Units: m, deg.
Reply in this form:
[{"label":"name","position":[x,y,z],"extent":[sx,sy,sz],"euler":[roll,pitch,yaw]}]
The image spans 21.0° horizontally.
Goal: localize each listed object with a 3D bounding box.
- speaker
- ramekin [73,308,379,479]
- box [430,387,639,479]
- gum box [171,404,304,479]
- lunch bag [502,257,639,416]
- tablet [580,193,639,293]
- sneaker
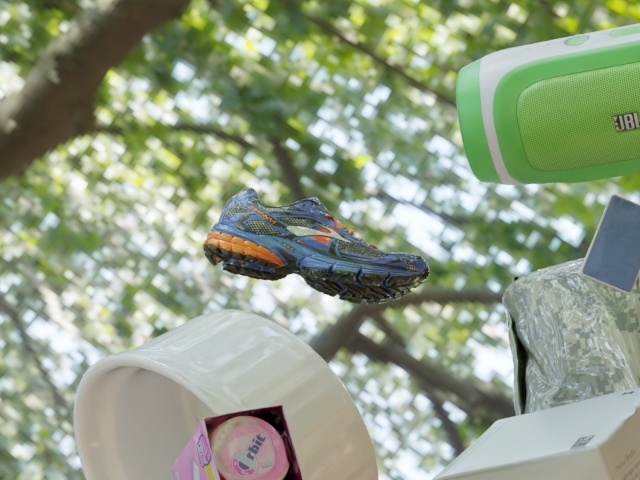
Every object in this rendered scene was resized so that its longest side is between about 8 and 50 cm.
[{"label":"speaker","position":[0.277,-0.127,1.538],"extent":[0.131,0.296,0.131],"euler":[-9,-90,-73]},{"label":"ramekin","position":[-0.079,0.196,1.536],"extent":[0.135,0.277,0.277],"euler":[-32,-35,-39]},{"label":"box","position":[0.230,0.233,1.633],"extent":[0.181,0.182,0.119],"euler":[-27,-81,-59]},{"label":"gum box","position":[-0.042,0.222,1.191],"extent":[0.062,0.188,0.107],"euler":[-9,-21,-22]},{"label":"lunch bag","position":[0.333,0.161,1.870],"extent":[0.212,0.256,0.305],"euler":[68,-162,-58]},{"label":"tablet","position":[0.284,0.003,1.637],"extent":[0.006,0.054,0.083],"euler":[-176,108,-85]},{"label":"sneaker","position":[0.000,0.000,1.681],"extent":[0.083,0.221,0.087],"euler":[93,-169,-71]}]
